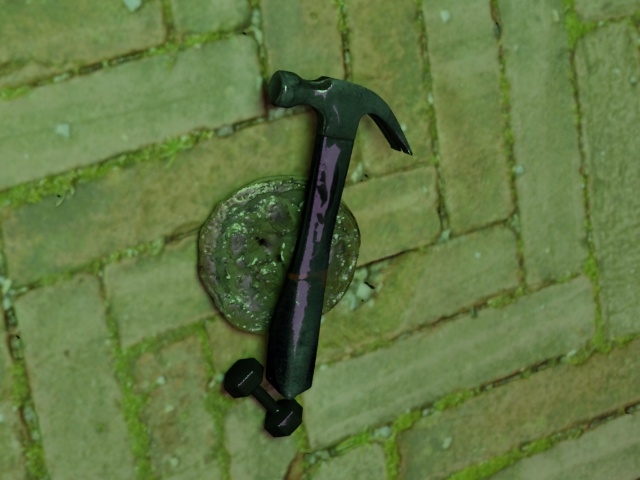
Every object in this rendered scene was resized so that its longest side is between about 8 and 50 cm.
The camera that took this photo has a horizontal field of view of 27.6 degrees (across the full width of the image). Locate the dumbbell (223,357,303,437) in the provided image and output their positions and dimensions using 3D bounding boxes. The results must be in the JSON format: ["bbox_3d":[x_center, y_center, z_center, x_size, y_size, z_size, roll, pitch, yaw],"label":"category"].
[{"bbox_3d":[-0.052,0.146,1.203,0.036,0.040,0.083,-32,116,21],"label":"dumbbell"}]

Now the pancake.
[{"bbox_3d":[-0.037,0.011,1.188,0.158,0.028,0.158,-5,104,-21],"label":"pancake"}]

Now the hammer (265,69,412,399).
[{"bbox_3d":[0.000,0.000,1.166,0.137,0.037,0.290,5,100,-26],"label":"hammer"}]
